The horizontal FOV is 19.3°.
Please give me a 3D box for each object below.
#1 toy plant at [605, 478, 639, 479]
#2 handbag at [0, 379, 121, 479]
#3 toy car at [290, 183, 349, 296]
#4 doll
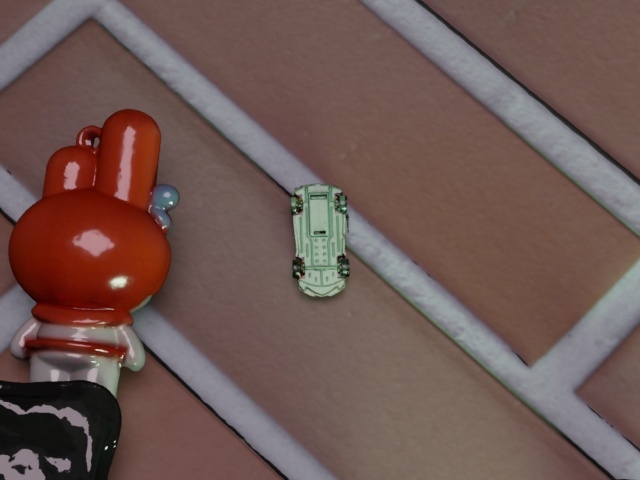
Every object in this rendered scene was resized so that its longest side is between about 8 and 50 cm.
[{"bbox_3d":[0.284,0.309,1.755,0.093,0.093,0.162,0,70,-2],"label":"toy plant"},{"bbox_3d":[-0.342,0.213,1.767,0.332,0.075,0.191,7,87,-1],"label":"handbag"},{"bbox_3d":[0.000,0.000,1.908,0.059,0.035,0.122,-2,75,-3],"label":"toy car"},{"bbox_3d":[-0.223,0.013,1.836,0.161,0.130,0.290,5,81,11],"label":"doll"}]
